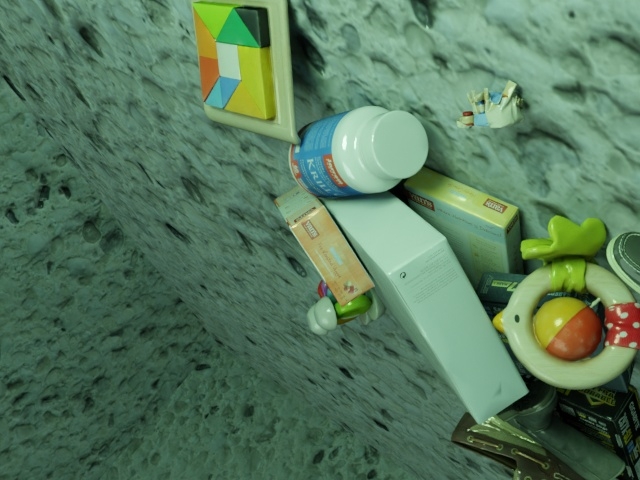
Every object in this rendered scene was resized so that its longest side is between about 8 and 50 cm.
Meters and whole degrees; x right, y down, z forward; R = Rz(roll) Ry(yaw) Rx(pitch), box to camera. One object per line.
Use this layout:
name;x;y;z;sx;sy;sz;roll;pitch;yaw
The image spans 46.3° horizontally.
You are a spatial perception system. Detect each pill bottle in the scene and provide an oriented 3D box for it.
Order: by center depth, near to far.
pill bottle;0.053;-0.127;1.081;0.124;0.124;0.222;47;160;-19

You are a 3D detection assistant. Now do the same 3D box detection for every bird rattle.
bird rattle;0.342;0.098;0.955;0.253;0.207;0.143;46;180;11

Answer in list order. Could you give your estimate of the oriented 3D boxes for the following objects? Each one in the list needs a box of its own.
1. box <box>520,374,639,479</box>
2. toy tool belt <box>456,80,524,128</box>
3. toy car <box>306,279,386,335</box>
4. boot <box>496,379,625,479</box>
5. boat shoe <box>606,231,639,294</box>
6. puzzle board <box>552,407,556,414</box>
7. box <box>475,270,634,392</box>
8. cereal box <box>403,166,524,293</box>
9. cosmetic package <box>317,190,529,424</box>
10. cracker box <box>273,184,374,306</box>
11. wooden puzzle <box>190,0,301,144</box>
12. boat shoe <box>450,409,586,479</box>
box;0.438;0.306;1.401;0.322;0.079;0.257;20;154;44
toy tool belt;0.197;-0.160;0.875;0.083;0.052;0.051;10;114;50
toy car;0.049;0.128;1.667;0.182;0.159;0.136;129;127;-71
boot;0.420;0.330;1.264;0.208;0.076;0.189;40;162;7
boat shoe;0.437;0.048;0.841;0.224;0.080;0.073;32;154;7
puzzle board;0.379;0.305;1.373;0.096;0.011;0.128;31;159;24
box;0.357;0.140;1.132;0.184;0.059;0.232;4;146;36
cereal box;0.227;0.001;1.157;0.173;0.047;0.240;28;157;31
cosmetic package;0.140;0.064;1.145;0.284;0.098;0.377;60;177;-25
cracker box;0.000;0.000;1.238;0.155;0.067;0.232;57;178;-16
wooden puzzle;-0.123;-0.266;1.109;0.221;0.044;0.238;21;130;42
boat shoe;0.410;0.443;1.447;0.342;0.123;0.123;30;159;27
